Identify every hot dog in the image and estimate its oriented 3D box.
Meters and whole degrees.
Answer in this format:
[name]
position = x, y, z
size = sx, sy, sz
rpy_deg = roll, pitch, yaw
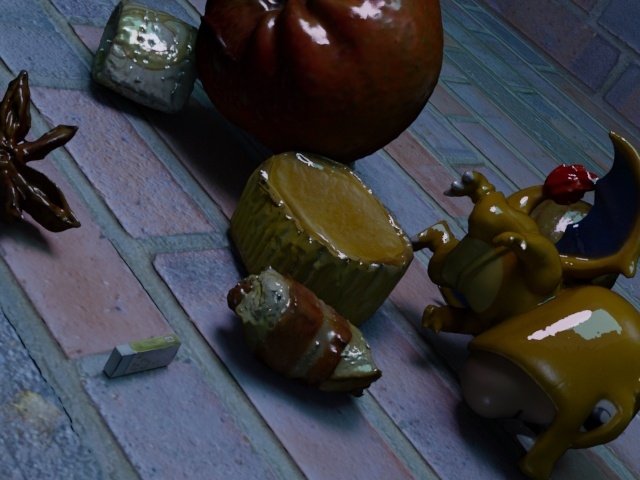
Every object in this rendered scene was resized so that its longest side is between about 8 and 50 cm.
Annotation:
[hot dog]
position = -0.024, 0.120, 1.138
size = 0.213, 0.103, 0.146
rpy_deg = 39, 7, -7

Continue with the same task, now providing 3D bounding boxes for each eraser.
[eraser]
position = -0.193, 0.125, 1.009
size = 0.083, 0.038, 0.019
rpy_deg = -5, 47, -51

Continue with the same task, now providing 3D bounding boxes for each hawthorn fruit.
[hawthorn fruit]
position = 0.012, -0.287, 1.458
size = 0.402, 0.403, 0.403
rpy_deg = 25, 29, -15

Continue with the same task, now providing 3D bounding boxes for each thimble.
[thimble]
position = -0.274, -0.285, 1.477
size = 0.143, 0.137, 0.191
rpy_deg = 22, 44, -25

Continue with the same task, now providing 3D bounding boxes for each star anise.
[star anise]
position = -0.382, -0.089, 1.079
size = 0.196, 0.111, 0.213
rpy_deg = -20, 87, -35

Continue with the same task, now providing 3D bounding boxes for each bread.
[bread]
position = 0.000, 0.000, 1.303
size = 0.227, 0.142, 0.253
rpy_deg = 8, 40, -41

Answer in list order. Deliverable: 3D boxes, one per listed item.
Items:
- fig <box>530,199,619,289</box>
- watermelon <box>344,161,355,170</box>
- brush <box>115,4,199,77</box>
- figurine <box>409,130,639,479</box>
[fig]
position = 0.367, 0.058, 1.577
size = 0.217, 0.217, 0.321
rpy_deg = 41, 51, 14
[watermelon]
position = 0.020, -0.165, 1.665
size = 0.155, 0.080, 0.101
rpy_deg = 29, 14, 19
[brush]
position = -0.257, -0.357, 1.704
size = 0.282, 0.048, 0.054
rpy_deg = 37, 25, 10
[figurine]
position = 0.309, 0.082, 1.250
size = 0.268, 0.401, 0.387
rpy_deg = -7, 59, -51
